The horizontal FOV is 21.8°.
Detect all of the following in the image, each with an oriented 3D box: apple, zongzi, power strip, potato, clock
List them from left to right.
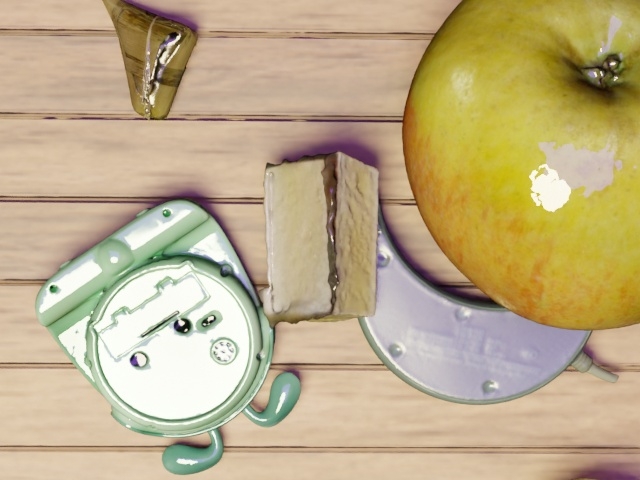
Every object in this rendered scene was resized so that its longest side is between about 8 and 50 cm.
[{"bbox_3d":[-0.140,-0.135,1.232,0.083,0.040,0.076,23,97,10],"label":"zongzi"},{"bbox_3d":[-0.105,0.073,1.222,0.148,0.060,0.188,-36,93,-1],"label":"clock"},{"bbox_3d":[0.000,0.002,1.202,0.061,0.086,0.122,5,81,-43],"label":"potato"},{"bbox_3d":[0.124,0.056,1.237,0.216,0.044,0.137,15,90,-1],"label":"power strip"},{"bbox_3d":[0.180,-0.064,1.145,0.260,0.194,0.261,2,62,-4],"label":"apple"}]

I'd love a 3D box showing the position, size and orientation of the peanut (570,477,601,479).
[{"bbox_3d":[0.196,0.324,1.200,0.147,0.147,0.306,4,94,-2],"label":"peanut"}]
